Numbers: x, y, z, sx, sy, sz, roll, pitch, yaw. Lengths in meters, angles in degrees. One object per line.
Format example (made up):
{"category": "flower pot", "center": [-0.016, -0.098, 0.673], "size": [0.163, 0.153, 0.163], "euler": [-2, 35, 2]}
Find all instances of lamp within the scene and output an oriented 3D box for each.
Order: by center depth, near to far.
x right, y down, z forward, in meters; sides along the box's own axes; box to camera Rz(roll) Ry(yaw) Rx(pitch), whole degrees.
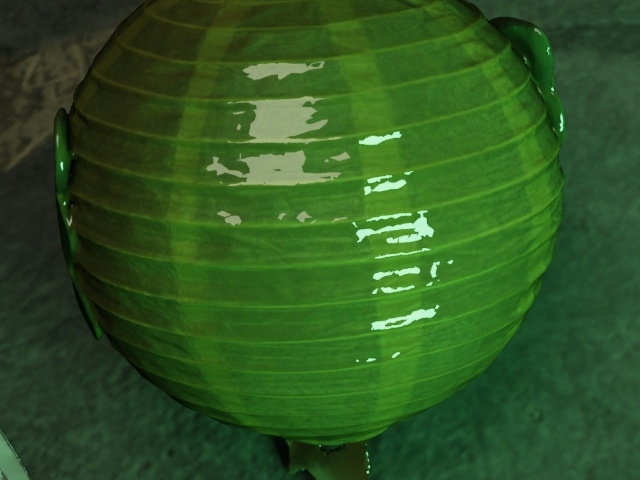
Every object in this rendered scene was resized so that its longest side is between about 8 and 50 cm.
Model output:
{"category": "lamp", "center": [0.000, 0.000, 0.962], "size": [0.250, 0.284, 0.250], "euler": [-6, 16, 2]}

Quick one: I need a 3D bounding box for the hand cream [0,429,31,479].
{"category": "hand cream", "center": [-0.270, 0.168, 1.021], "size": [0.257, 0.050, 0.084], "euler": [-35, 55, -12]}
